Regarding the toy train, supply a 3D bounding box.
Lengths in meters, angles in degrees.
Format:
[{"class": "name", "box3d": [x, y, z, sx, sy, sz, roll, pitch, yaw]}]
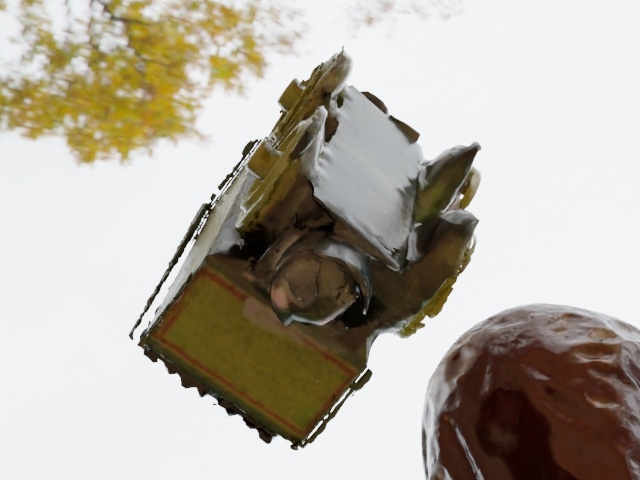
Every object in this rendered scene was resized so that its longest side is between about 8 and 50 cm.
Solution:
[{"class": "toy train", "box3d": [0.000, 0.000, 0.878, 0.134, 0.261, 0.177, 35, -67, -7]}]

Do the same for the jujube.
[{"class": "jujube", "box3d": [0.195, 0.188, 1.036, 0.223, 0.223, 0.318, -44, -139, 18]}]
